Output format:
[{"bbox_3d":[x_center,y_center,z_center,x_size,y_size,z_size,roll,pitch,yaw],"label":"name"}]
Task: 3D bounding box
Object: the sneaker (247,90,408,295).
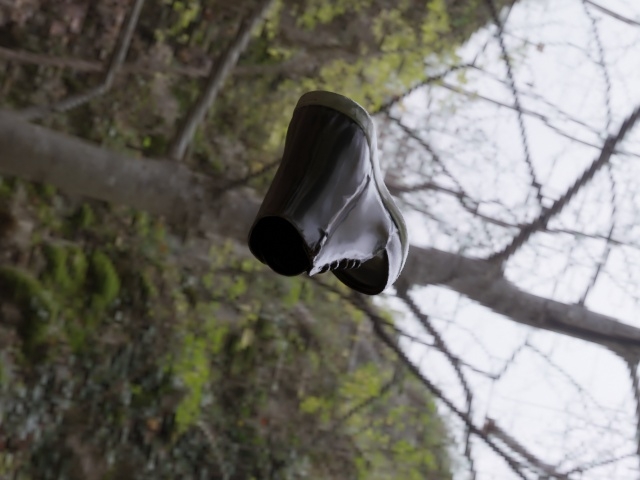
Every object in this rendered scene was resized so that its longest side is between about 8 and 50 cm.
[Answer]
[{"bbox_3d":[0.000,0.000,1.071,0.083,0.222,0.118,13,-121,24],"label":"sneaker"}]
